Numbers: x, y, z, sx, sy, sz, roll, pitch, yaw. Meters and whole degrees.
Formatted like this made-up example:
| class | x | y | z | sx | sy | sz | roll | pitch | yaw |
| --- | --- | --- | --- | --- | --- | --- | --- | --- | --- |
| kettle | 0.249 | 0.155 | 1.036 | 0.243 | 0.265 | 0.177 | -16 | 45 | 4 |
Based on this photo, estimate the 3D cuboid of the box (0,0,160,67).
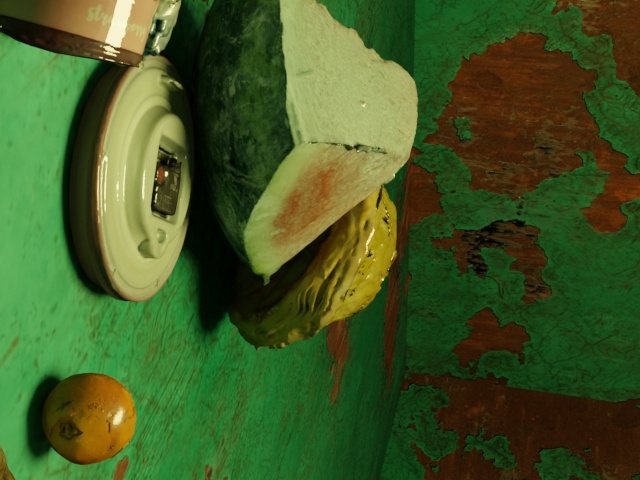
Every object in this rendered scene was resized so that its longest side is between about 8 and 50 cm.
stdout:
| class | x | y | z | sx | sy | sz | roll | pitch | yaw |
| --- | --- | --- | --- | --- | --- | --- | --- | --- | --- |
| box | -0.172 | -0.196 | 0.707 | 0.151 | 0.151 | 0.135 | -6 | 112 | -78 |

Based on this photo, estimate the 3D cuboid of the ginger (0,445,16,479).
| class | x | y | z | sx | sy | sz | roll | pitch | yaw |
| --- | --- | --- | --- | --- | --- | --- | --- | --- | --- |
| ginger | -0.238 | 0.250 | 0.772 | 0.148 | 0.081 | 0.334 | -76 | 168 | -50 |

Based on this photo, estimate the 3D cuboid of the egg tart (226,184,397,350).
| class | x | y | z | sx | sy | sz | roll | pitch | yaw |
| --- | --- | --- | --- | --- | --- | --- | --- | --- | --- |
| egg tart | 0.001 | 0.000 | 1.304 | 0.341 | 0.132 | 0.341 | -43 | -145 | 42 |

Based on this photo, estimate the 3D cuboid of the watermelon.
| class | x | y | z | sx | sy | sz | roll | pitch | yaw |
| --- | --- | --- | --- | --- | --- | --- | --- | --- | --- |
| watermelon | -0.009 | -0.127 | 1.117 | 0.387 | 0.258 | 0.228 | 102 | -31 | -52 |

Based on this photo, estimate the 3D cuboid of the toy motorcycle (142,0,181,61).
| class | x | y | z | sx | sy | sz | roll | pitch | yaw |
| --- | --- | --- | --- | --- | --- | --- | --- | --- | --- |
| toy motorcycle | -0.130 | -0.252 | 0.877 | 0.239 | 0.108 | 0.204 | -100 | -161 | -74 |

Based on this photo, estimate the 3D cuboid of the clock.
| class | x | y | z | sx | sy | sz | roll | pitch | yaw |
| --- | --- | --- | --- | --- | --- | --- | --- | --- | --- |
| clock | -0.170 | -0.060 | 0.985 | 0.244 | 0.056 | 0.244 | 8 | 90 | -78 |

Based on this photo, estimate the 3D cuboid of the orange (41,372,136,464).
| class | x | y | z | sx | sy | sz | roll | pitch | yaw |
| --- | --- | --- | --- | --- | --- | --- | --- | --- | --- |
| orange | -0.203 | 0.155 | 0.891 | 0.083 | 0.083 | 0.084 | 7 | 90 | -78 |
